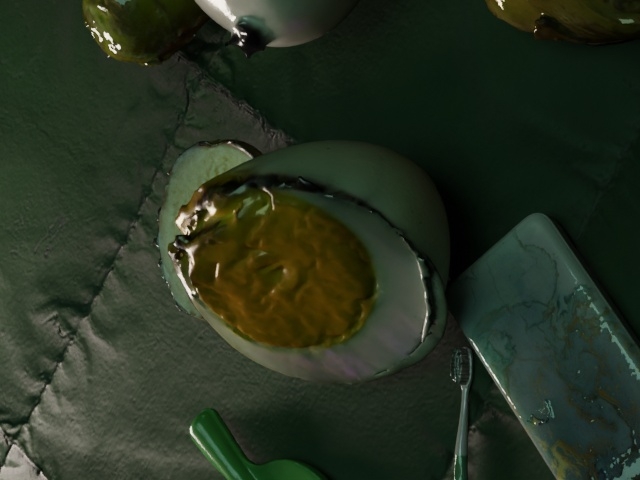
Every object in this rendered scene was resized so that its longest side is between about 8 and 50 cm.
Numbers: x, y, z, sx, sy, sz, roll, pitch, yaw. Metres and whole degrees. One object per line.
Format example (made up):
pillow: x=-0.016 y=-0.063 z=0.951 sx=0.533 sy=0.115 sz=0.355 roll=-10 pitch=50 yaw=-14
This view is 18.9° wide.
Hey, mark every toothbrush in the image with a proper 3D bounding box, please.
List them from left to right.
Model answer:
toothbrush: x=0.140 y=0.234 z=1.912 sx=0.018 sy=0.024 sz=0.257 roll=-3 pitch=83 yaw=37

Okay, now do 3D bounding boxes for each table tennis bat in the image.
table tennis bat: x=-0.059 y=0.283 z=2.050 sx=0.160 sy=0.039 sz=0.257 roll=-50 pitch=63 yaw=22

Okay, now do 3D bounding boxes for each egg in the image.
egg: x=0.003 y=0.003 z=1.941 sx=0.286 sy=0.264 sz=0.174 roll=-15 pitch=31 yaw=29

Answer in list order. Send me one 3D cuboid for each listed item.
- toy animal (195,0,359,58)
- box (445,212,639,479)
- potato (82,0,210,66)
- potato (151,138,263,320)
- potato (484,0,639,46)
toy animal: x=-0.006 y=-0.338 z=1.967 sx=0.251 sy=0.251 sz=0.310 roll=52 pitch=121 yaw=29
box: x=0.237 y=0.119 z=1.842 sx=0.142 sy=0.044 sz=0.285 roll=-42 pitch=62 yaw=21
potato: x=-0.161 y=-0.333 z=2.145 sx=0.176 sy=0.141 sz=0.298 roll=37 pitch=98 yaw=29
potato: x=-0.097 y=-0.009 z=2.088 sx=0.164 sy=0.081 sz=0.200 roll=-3 pitch=85 yaw=28
potato: x=0.254 y=-0.306 z=1.791 sx=0.299 sy=0.196 sz=0.246 roll=0 pitch=83 yaw=39
